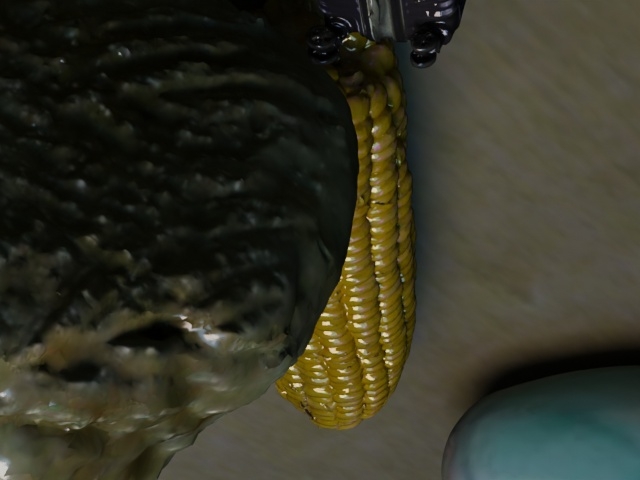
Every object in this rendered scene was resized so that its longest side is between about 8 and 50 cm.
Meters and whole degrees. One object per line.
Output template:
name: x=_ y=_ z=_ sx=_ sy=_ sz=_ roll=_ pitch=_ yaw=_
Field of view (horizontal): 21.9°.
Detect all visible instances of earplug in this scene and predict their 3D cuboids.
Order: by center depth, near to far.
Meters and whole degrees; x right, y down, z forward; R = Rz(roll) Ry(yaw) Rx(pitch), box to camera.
earplug: x=0.231 y=0.153 z=0.964 sx=0.324 sy=0.185 sz=0.185 roll=7 pitch=138 yaw=-5

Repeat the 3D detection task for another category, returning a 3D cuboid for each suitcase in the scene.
suitcase: x=0.031 y=-0.138 z=0.650 sx=0.059 sy=0.126 sz=0.086 roll=5 pitch=141 yaw=13

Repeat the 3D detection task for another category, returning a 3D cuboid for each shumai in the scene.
shumai: x=-0.122 y=0.012 z=0.648 sx=0.225 sy=0.261 sz=0.222 roll=39 pitch=139 yaw=5

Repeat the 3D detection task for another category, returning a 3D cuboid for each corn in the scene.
corn: x=0.000 y=0.000 z=0.830 sx=0.101 sy=0.101 sz=0.292 roll=-3 pitch=142 yaw=0
